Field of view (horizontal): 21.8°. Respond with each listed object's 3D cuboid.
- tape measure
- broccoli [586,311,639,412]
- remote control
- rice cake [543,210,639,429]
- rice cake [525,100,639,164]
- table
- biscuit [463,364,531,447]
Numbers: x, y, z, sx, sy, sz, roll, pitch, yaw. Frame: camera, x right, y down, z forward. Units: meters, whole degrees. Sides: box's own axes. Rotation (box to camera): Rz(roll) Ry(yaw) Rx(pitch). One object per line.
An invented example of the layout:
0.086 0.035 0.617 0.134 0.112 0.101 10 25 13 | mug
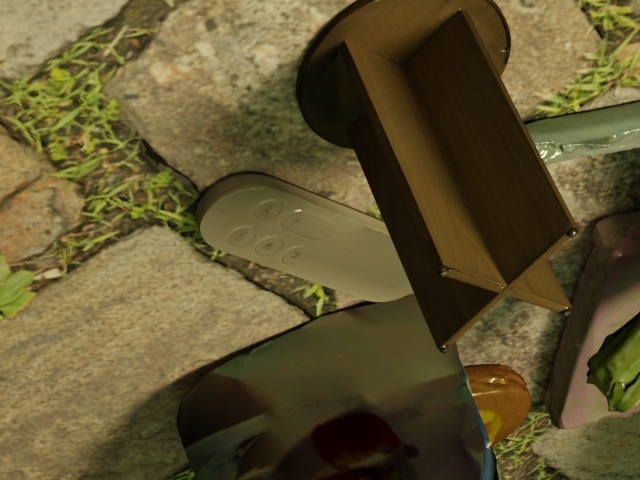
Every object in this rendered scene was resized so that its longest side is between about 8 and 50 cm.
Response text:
0.032 0.210 1.450 0.259 0.262 0.138 -22 153 1 | tape measure
0.343 0.019 1.405 0.198 0.177 0.275 -30 162 -53 | broccoli
0.000 0.000 1.353 0.245 0.022 0.077 21 128 -41 | remote control
0.283 0.076 1.562 0.106 0.050 0.298 -12 142 -14 | rice cake
0.240 -0.088 1.346 0.180 0.042 0.030 -12 139 -14 | rice cake
0.093 -0.047 1.171 0.167 0.226 0.167 -13 142 -10 | table
0.083 0.237 1.660 0.262 0.052 0.277 -13 142 -10 | biscuit
